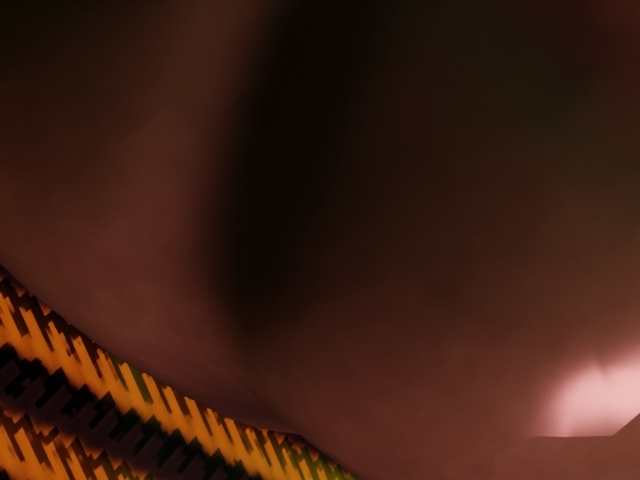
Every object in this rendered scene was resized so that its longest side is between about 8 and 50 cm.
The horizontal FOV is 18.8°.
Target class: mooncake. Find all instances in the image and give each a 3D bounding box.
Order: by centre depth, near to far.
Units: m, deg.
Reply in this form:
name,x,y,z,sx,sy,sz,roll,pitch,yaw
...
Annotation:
name,x,y,z,sx,sy,sz,roll,pitch,yaw
mooncake,0.036,-0.076,0.400,0.135,0.275,0.275,25,55,-62
